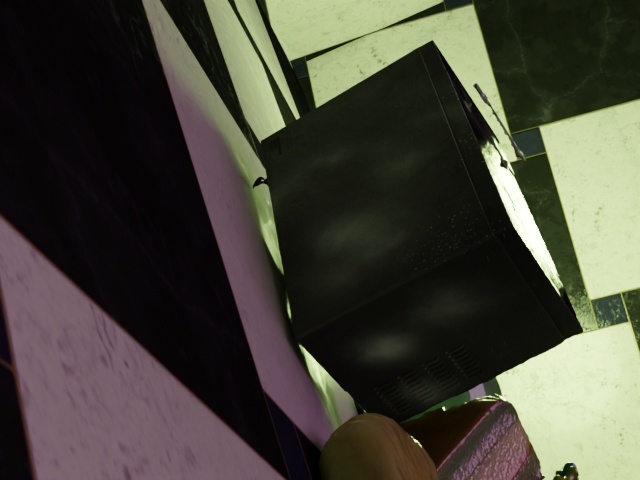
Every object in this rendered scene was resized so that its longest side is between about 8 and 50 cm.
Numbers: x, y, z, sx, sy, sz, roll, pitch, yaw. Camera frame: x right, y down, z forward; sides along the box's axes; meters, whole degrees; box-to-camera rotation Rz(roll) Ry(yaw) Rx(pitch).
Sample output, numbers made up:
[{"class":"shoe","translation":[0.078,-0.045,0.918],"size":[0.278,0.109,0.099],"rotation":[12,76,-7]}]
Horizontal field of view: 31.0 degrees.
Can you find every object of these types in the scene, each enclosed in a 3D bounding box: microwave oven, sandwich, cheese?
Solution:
[{"class":"microwave oven","translation":[0.116,-0.013,1.605],"size":[0.236,0.374,0.432],"rotation":[51,18,-37]},{"class":"sandwich","translation":[0.173,0.318,1.468],"size":[0.198,0.227,0.155],"rotation":[-90,156,-78]},{"class":"cheese","translation":[0.077,0.298,1.264],"size":[0.226,0.117,0.214],"rotation":[63,7,18]}]

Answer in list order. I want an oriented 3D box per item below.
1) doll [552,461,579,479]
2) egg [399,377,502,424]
[{"class":"doll","translation":[0.276,0.465,1.517],"size":[0.099,0.346,0.341],"rotation":[25,-17,22]},{"class":"egg","translation":[0.186,0.271,1.873],"size":[0.270,0.220,0.220],"rotation":[43,25,-80]}]
